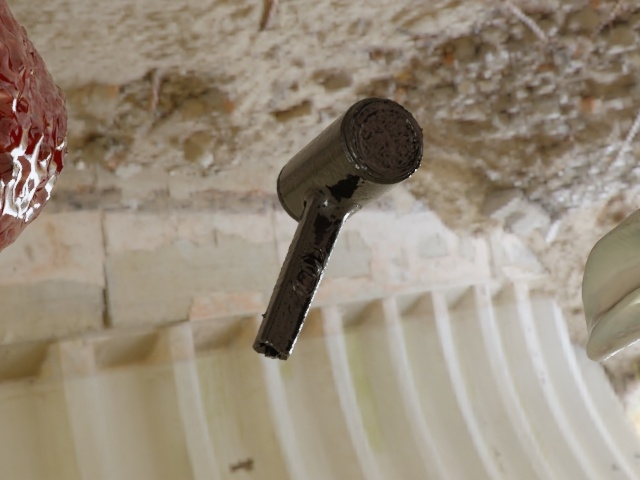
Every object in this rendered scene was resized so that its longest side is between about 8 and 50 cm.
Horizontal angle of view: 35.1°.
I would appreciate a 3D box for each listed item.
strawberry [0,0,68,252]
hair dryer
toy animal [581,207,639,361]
[{"bbox_3d":[-0.235,-0.065,0.407,0.257,0.257,0.276,-11,172,41],"label":"strawberry"},{"bbox_3d":[0.000,0.000,0.964,0.089,0.251,0.197,26,159,-14],"label":"hair dryer"},{"bbox_3d":[0.308,0.038,0.491,0.310,0.247,0.183,40,-167,25],"label":"toy animal"}]
